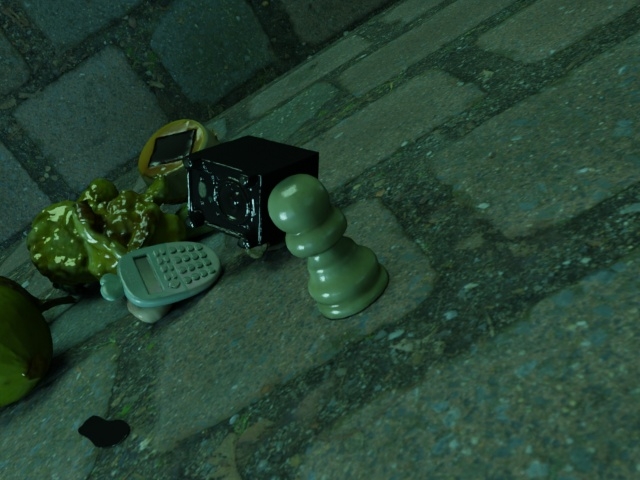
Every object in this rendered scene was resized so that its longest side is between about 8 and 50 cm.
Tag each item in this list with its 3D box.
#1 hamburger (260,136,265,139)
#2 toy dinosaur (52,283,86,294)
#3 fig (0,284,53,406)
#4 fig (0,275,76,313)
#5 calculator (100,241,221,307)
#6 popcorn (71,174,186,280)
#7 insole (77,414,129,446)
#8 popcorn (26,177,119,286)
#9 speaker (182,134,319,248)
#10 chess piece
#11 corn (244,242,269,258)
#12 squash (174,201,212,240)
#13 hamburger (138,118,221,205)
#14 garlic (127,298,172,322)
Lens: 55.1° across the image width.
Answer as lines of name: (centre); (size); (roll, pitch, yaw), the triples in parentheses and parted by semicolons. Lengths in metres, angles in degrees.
hamburger: (-0.201, -0.251, 1.953); (0.155, 0.135, 0.207); (-31, 22, 0)
toy dinosaur: (-0.836, 0.128, 2.094); (0.292, 0.079, 0.120); (11, 53, 41)
fig: (-0.835, 0.272, 1.544); (0.343, 0.343, 0.343); (-27, 24, 13)
fig: (-0.942, 0.233, 1.890); (0.369, 0.286, 0.286); (-4, 7, -34)
calculator: (-0.387, 0.082, 1.497); (0.295, 0.042, 0.184); (-15, 50, -26)
popcorn: (-0.542, -0.011, 1.741); (0.326, 0.290, 0.321); (10, 27, 27)
insole: (-0.427, 0.373, 1.202); (0.188, 0.004, 0.064); (-5, 36, 47)
popcorn: (-0.755, -0.011, 1.946); (0.334, 0.292, 0.293); (-28, 21, -19)
speaker: (-0.162, -0.120, 1.444); (0.232, 0.184, 0.254); (18, 30, 29)
chess piece: (0.000, 0.000, 1.075); (0.144, 0.251, 0.144); (-27, 25, 14)
corn: (-0.179, -0.032, 1.570); (0.086, 0.086, 0.288); (-33, 26, 1)
squash: (-0.355, -0.078, 1.841); (0.370, 0.118, 0.118); (-25, 25, 26)
hamburger: (-0.431, -0.243, 1.943); (0.276, 0.179, 0.294); (-12, 52, 20)
garlic: (-0.406, 0.133, 1.528); (0.124, 0.099, 0.174); (11, 46, 34)
